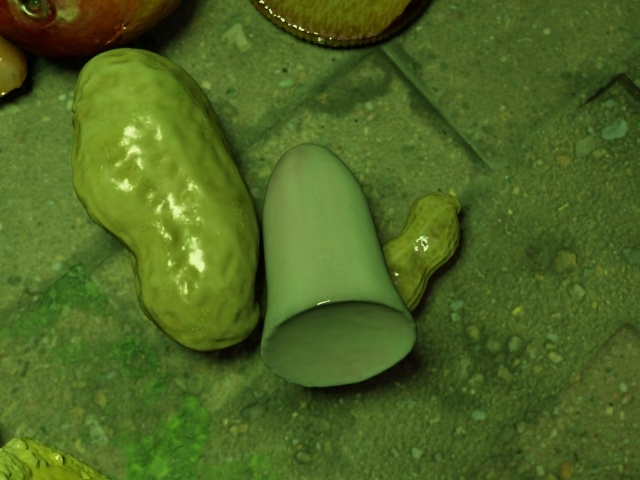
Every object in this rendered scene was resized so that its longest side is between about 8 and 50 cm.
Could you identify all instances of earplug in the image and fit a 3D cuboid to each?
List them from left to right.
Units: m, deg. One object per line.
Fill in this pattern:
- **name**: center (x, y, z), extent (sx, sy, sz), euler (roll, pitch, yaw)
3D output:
- **earplug**: center (0.000, 0.000, 1.034), extent (0.172, 0.172, 0.301), euler (-4, 51, -8)

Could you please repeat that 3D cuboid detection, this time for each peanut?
- **peanut**: center (-0.182, -0.052, 1.030), extent (0.192, 0.169, 0.387), euler (-17, 77, -45)
- **peanut**: center (0.116, 0.017, 1.105), extent (0.089, 0.089, 0.192), euler (38, 72, 3)

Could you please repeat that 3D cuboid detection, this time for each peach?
- **peach**: center (-0.289, -0.345, 1.051), extent (0.281, 0.238, 0.280), euler (12, 59, -21)

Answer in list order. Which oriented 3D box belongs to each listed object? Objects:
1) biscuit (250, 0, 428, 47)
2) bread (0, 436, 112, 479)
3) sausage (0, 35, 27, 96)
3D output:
- **biscuit**: center (0.019, -0.406, 1.210), extent (0.305, 0.038, 0.305), euler (2, 76, -8)
- **bread**: center (-0.320, 0.326, 0.914), extent (0.163, 0.262, 0.204), euler (35, 89, 34)
- **sausage**: center (-0.461, -0.310, 1.109), extent (0.089, 0.083, 0.300), euler (-27, 84, -18)
